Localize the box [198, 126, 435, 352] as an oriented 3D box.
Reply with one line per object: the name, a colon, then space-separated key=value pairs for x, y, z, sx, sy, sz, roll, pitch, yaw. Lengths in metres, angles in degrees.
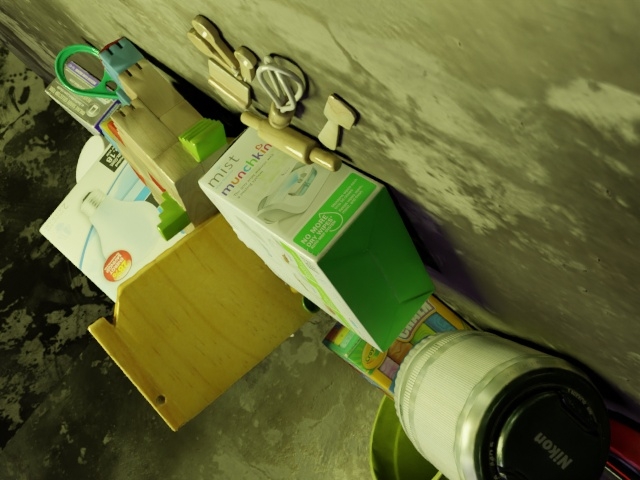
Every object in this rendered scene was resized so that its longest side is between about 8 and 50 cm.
box: x=0.000 y=0.000 z=0.858 sx=0.231 sy=0.127 sz=0.262 roll=33 pitch=167 yaw=37

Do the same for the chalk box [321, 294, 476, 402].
chalk box: x=0.130 y=0.171 z=1.143 sx=0.289 sy=0.179 sz=0.180 roll=39 pitch=172 yaw=-7

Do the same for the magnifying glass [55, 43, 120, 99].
magnifying glass: x=-0.384 y=-0.285 z=1.214 sx=0.231 sy=0.092 sz=0.026 roll=29 pitch=171 yaw=-11

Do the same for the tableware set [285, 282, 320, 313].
tableware set: x=-0.001 y=0.047 z=1.068 sx=0.024 sy=0.154 sz=0.104 roll=-26 pitch=103 yaw=43

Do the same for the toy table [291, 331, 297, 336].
toy table: x=-0.122 y=0.121 z=1.493 sx=0.252 sy=0.274 sz=0.161 roll=54 pitch=153 yaw=-2

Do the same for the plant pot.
plant pot: x=0.369 y=0.504 z=1.580 sx=0.353 sy=0.366 sz=0.366 roll=27 pitch=176 yaw=-18

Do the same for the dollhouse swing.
dollhouse swing: x=-0.207 y=0.117 z=1.170 sx=0.315 sy=0.347 sz=0.305 roll=57 pitch=162 yaw=-20

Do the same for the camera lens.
camera lens: x=0.247 y=0.250 z=0.921 sx=0.219 sy=0.219 sz=0.274 roll=40 pitch=172 yaw=-15

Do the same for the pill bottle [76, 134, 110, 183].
pill bottle: x=-0.441 y=-0.153 z=1.605 sx=0.283 sy=0.161 sz=0.161 roll=16 pitch=-171 yaw=-43

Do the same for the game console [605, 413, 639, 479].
game console: x=0.546 y=0.388 z=1.037 sx=0.386 sy=0.060 sz=0.342 roll=38 pitch=176 yaw=-2

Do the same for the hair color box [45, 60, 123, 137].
hair color box: x=-0.540 y=-0.302 z=1.695 sx=0.185 sy=0.110 sz=0.339 roll=36 pitch=174 yaw=19

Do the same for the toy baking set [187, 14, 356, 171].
toy baking set: x=-0.053 y=-0.143 z=0.687 sx=0.256 sy=0.030 sz=0.197 roll=34 pitch=171 yaw=29

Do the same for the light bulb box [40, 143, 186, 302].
light bulb box: x=-0.326 y=-0.031 z=1.373 sx=0.361 sy=0.358 sz=0.225 roll=32 pitch=172 yaw=33

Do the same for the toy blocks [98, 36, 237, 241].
toy blocks: x=-0.253 y=-0.146 z=1.045 sx=0.261 sy=0.191 sz=0.381 roll=46 pitch=165 yaw=15
